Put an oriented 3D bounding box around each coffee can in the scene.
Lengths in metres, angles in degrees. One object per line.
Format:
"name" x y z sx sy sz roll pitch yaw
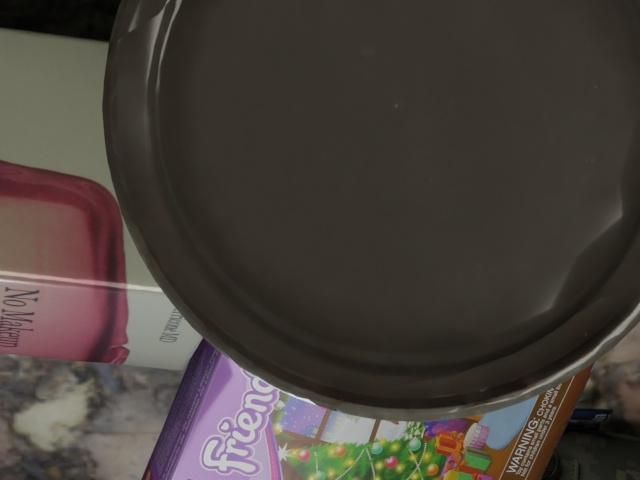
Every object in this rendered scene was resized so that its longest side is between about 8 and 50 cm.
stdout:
"coffee can" 0.056 -0.060 0.678 0.201 0.275 0.202 2 100 13

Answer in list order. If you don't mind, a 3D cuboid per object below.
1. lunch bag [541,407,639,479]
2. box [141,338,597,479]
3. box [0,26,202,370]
"lunch bag" 0.193 0.276 1.089 0.256 0.212 0.305 16 123 3
"box" 0.044 0.055 0.917 0.200 0.057 0.293 18 105 -18
"box" -0.165 -0.021 0.841 0.232 0.127 0.148 7 161 -10
